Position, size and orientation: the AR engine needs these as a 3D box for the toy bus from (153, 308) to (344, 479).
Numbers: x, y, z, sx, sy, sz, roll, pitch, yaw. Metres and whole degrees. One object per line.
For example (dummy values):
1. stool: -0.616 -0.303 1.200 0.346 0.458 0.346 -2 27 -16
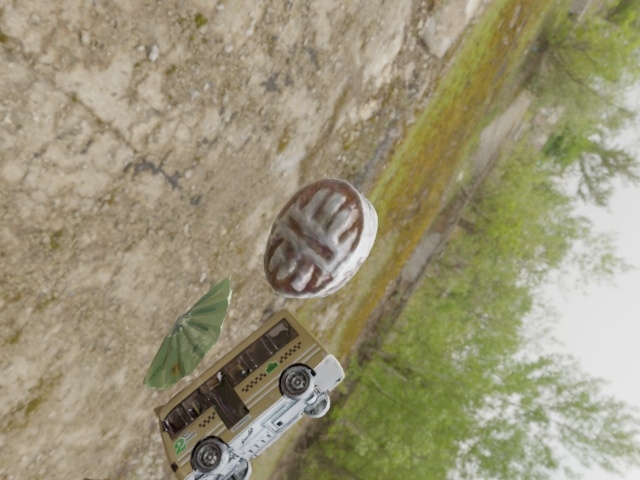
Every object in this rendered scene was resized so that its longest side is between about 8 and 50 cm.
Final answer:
1. toy bus: -0.113 0.250 0.963 0.289 0.157 0.139 -40 149 -8

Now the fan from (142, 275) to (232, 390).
1. fan: -0.219 0.161 1.034 0.240 0.131 0.009 -51 132 1

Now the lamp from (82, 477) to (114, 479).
1. lamp: -0.557 0.684 1.554 0.161 0.185 0.161 10 76 -47

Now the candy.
1. candy: 0.000 0.000 1.383 0.289 0.214 0.157 -53 158 10
